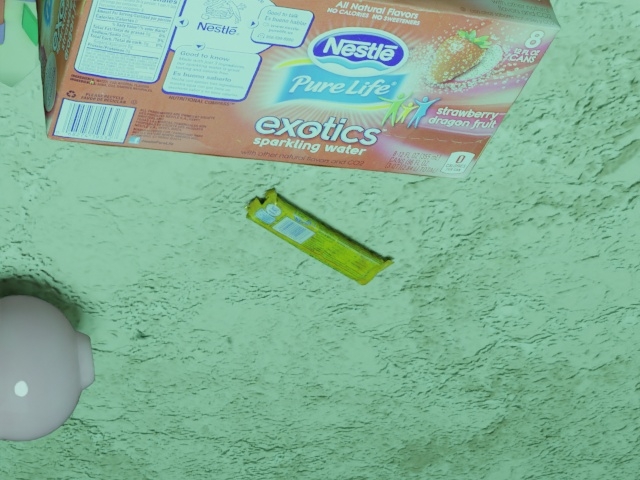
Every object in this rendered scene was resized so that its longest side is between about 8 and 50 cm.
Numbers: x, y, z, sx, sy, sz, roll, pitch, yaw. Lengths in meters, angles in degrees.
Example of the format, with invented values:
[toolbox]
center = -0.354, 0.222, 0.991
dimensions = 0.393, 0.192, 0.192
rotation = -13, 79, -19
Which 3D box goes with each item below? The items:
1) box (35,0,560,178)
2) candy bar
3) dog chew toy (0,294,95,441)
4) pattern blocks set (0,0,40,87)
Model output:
[box]
center = -0.021, -0.151, 0.851
dimensions = 0.300, 0.142, 0.154
rotation = 4, 141, -22
[candy bar]
center = 0.000, 0.000, 1.164
dimensions = 0.040, 0.018, 0.161
rotation = -36, 132, 28
[dog chew toy]
center = -0.365, 0.125, 1.144
dimensions = 0.332, 0.206, 0.206
rotation = -6, 142, -11
[pattern blocks set]
center = -0.224, -0.188, 0.897
dimensions = 0.285, 0.026, 0.325
rotation = 15, 137, -24
